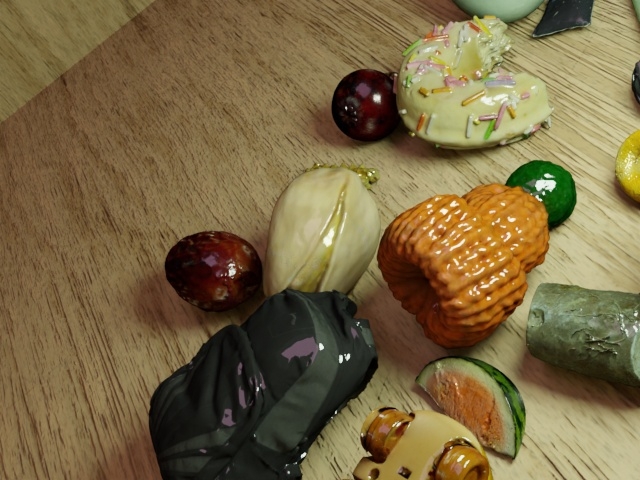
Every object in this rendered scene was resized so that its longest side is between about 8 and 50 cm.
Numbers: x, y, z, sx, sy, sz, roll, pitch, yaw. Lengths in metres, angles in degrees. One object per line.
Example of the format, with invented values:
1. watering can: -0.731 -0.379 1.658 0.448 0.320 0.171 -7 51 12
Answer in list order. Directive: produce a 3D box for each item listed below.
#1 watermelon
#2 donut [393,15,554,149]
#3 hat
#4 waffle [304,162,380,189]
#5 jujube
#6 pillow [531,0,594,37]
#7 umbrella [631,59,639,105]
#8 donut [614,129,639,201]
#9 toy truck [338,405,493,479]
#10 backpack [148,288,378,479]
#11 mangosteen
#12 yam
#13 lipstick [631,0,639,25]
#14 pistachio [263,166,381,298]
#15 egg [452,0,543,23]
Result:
1. watermelon: 0.261 0.263 1.481 0.245 0.063 0.119 35 95 44
2. donut: 0.310 -0.342 1.911 0.307 0.150 0.371 -16 43 4
3. hat: 0.318 0.012 1.562 0.400 0.285 0.285 -25 37 -14
4. waffle: 0.039 -0.144 2.044 0.160 0.046 0.192 -39 39 2
5. jujube: -0.239 0.063 1.955 0.243 0.183 0.183 17 64 45
6. pillow: 0.570 -0.546 2.017 0.141 0.055 0.208 -6 49 42
7. umbrella: 0.658 -0.217 1.614 0.118 0.118 0.340 -22 50 19
8. donut: 0.585 -0.132 1.558 0.152 0.058 0.152 -27 57 51
9. toy truck: 0.139 0.404 1.313 0.204 0.211 0.288 19 69 45
10. backpack: -0.092 0.274 1.586 0.446 0.255 0.363 -46 37 13
11. mangosteen: 0.122 -0.324 2.067 0.199 0.200 0.200 -21 42 20
12. yam: 0.441 0.145 1.387 0.254 0.154 0.154 10 59 41
13. lipstick: 0.697 -0.479 1.842 0.076 0.076 0.304 -19 43 22
14. pistachio: 0.000 0.000 1.799 0.238 0.229 0.321 125 168 -76
15. egg: 0.412 -0.665 2.077 0.276 0.276 0.389 -25 39 16
